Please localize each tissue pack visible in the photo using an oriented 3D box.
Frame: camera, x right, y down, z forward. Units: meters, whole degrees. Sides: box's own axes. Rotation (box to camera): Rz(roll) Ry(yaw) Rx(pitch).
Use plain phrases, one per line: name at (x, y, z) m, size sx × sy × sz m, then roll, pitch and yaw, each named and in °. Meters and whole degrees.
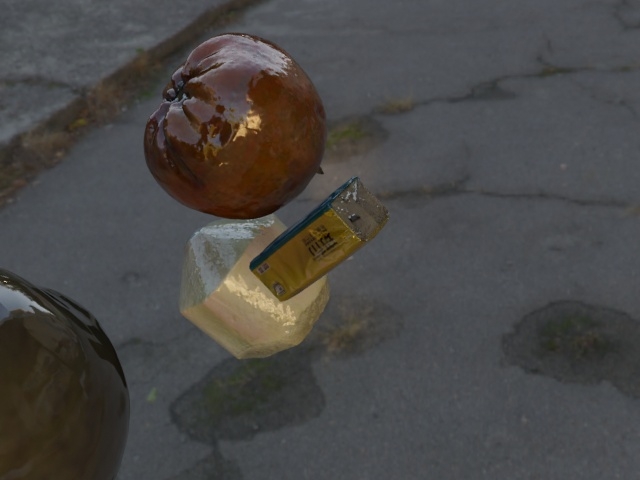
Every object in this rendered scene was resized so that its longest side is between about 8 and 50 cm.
tissue pack at (0.000, 0.000, 1.167) m, size 0.169 × 0.082 × 0.120 m, roll -37°, pitch 5°, yaw 32°

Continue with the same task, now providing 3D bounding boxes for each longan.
longan at (-0.245, 0.127, 0.615) m, size 0.248 × 0.248 × 0.248 m, roll -6°, pitch 28°, yaw 3°

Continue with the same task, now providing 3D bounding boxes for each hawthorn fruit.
hawthorn fruit at (-0.102, -0.157, 1.283) m, size 0.298 × 0.277 × 0.277 m, roll 27°, pitch 9°, yaw -34°

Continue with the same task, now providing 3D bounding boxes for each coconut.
coconut at (-0.126, 0.068, 1.444) m, size 0.239 × 0.244 × 0.239 m, roll -43°, pitch 18°, yaw 18°
